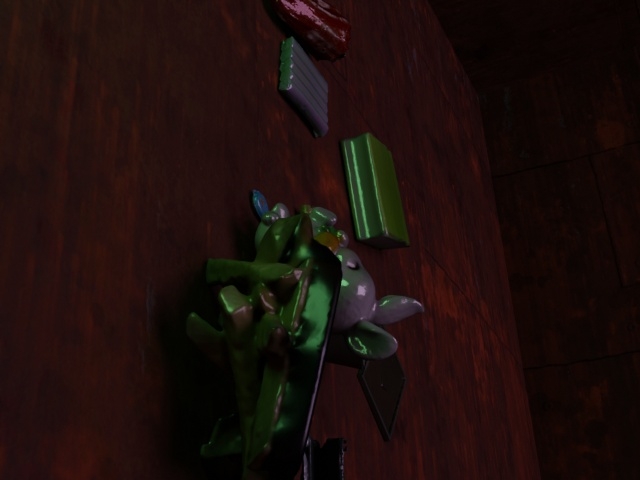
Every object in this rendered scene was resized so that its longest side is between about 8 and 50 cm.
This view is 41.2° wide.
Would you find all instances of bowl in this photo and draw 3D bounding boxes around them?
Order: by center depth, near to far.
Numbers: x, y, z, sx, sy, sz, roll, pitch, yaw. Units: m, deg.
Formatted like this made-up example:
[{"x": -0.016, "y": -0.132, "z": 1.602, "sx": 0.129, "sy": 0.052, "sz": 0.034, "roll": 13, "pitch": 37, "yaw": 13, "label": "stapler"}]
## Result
[{"x": 0.030, "y": 0.145, "z": 1.634, "sx": 0.211, "sy": 0.112, "sz": 0.211, "roll": -3, "pitch": 90, "yaw": -85, "label": "bowl"}]

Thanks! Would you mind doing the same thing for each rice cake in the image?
[{"x": -0.033, "y": -0.348, "z": 1.947, "sx": 0.198, "sy": 0.037, "sz": 0.189, "roll": 51, "pitch": 31, "yaw": -46, "label": "rice cake"}]

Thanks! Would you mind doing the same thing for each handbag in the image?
[{"x": -0.004, "y": 0.450, "z": 1.297, "sx": 0.247, "sy": 0.079, "sz": 0.260, "roll": 101, "pitch": -11, "yaw": -56, "label": "handbag"}]

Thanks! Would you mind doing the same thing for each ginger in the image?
[{"x": -0.104, "y": 0.178, "z": 1.256, "sx": 0.413, "sy": 0.211, "sz": 0.358, "roll": -78, "pitch": 180, "yaw": -46, "label": "ginger"}]

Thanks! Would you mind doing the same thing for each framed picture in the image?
[{"x": 0.148, "y": 0.320, "z": 1.981, "sx": 0.184, "sy": 0.016, "sz": 0.250, "roll": 67, "pitch": 22, "yaw": -19, "label": "framed picture"}]

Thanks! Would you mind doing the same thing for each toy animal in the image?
[{"x": 0.014, "y": 0.070, "z": 1.474, "sx": 0.325, "sy": 0.154, "sz": 0.208, "roll": 36, "pitch": 42, "yaw": 7, "label": "toy animal"}]

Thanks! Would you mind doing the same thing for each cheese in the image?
[{"x": -0.104, "y": -0.045, "z": 1.599, "sx": 0.111, "sy": 0.017, "sz": 0.047, "roll": 69, "pitch": 25, "yaw": -15, "label": "cheese"}]

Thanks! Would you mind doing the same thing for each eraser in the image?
[{"x": 0.142, "y": -0.115, "z": 2.157, "sx": 0.210, "sy": 0.092, "sz": 0.274, "roll": 22, "pitch": 54, "yaw": -65, "label": "eraser"}]

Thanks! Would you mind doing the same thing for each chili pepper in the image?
[{"x": -0.036, "y": -0.529, "z": 1.978, "sx": 0.253, "sy": 0.136, "sz": 0.144, "roll": 27, "pitch": 78, "yaw": -52, "label": "chili pepper"}]

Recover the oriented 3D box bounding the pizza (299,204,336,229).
[{"x": 0.000, "y": 0.000, "z": 1.793, "sx": 0.178, "sy": 0.041, "sz": 0.131, "roll": 67, "pitch": 25, "yaw": -18, "label": "pizza"}]
